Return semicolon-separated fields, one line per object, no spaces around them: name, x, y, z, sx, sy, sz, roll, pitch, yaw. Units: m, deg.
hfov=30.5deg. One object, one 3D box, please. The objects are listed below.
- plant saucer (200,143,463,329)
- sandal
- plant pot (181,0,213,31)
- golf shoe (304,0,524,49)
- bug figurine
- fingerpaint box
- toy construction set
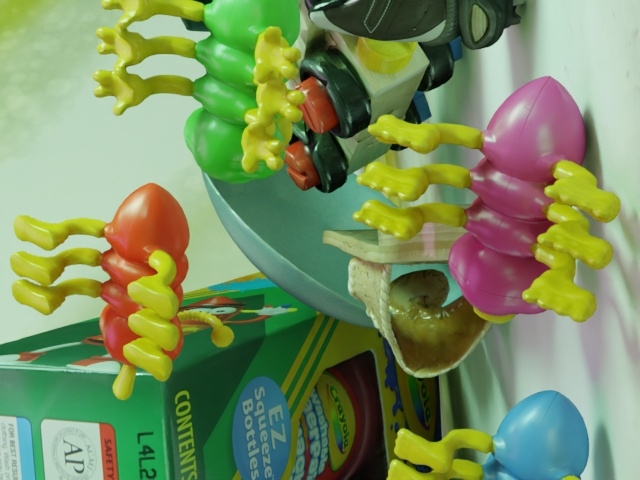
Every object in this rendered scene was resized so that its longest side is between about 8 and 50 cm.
plant saucer;0.000;0.000;0.721;0.037;0.195;0.195;-55;20;22
sandal;0.050;0.029;0.582;0.240;0.088;0.079;154;114;-84
plant pot;-0.033;-0.299;0.960;0.166;0.165;0.234;179;91;-89
golf shoe;0.027;-0.158;0.425;0.077;0.093;0.198;-97;2;-57
bug figurine;0.008;0.016;0.452;0.072;0.279;0.216;-32;-38;-50
fingerpaint box;-0.045;0.262;0.788;0.371;0.163;0.445;-13;-79;-63
toy construction set;-0.008;-0.155;0.673;0.215;0.151;0.327;58;-177;9
